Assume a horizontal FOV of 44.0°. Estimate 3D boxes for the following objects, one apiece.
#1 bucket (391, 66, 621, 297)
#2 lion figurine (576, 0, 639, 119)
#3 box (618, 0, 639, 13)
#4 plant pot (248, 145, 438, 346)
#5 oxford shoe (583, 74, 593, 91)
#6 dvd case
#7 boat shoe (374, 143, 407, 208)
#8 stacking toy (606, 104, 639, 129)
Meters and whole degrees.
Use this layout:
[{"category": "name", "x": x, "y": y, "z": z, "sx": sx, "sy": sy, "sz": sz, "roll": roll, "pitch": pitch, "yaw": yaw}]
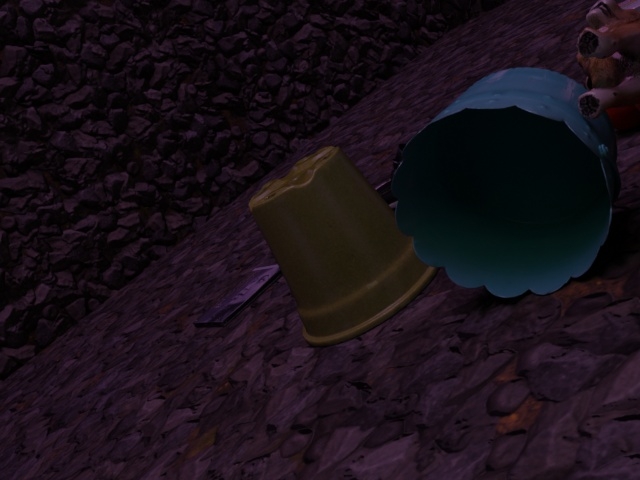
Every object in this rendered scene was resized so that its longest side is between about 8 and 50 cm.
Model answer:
[{"category": "bucket", "x": 0.251, "y": -0.081, "z": 1.032, "sx": 0.281, "sy": 0.281, "sz": 0.183, "roll": -23, "pitch": 16, "yaw": 38}, {"category": "lion figurine", "x": 0.448, "y": -0.230, "z": 0.905, "sx": 0.240, "sy": 0.142, "sz": 0.392, "roll": -20, "pitch": 17, "yaw": -35}, {"category": "box", "x": 0.703, "y": -0.463, "z": 1.623, "sx": 0.203, "sy": 0.103, "sz": 0.114, "roll": -20, "pitch": 19, "yaw": 44}, {"category": "plant pot", "x": 0.020, "y": -0.008, "z": 1.326, "sx": 0.276, "sy": 0.254, "sz": 0.276, "roll": -32, "pitch": 14, "yaw": 9}, {"category": "oxford shoe", "x": 0.608, "y": -0.340, "z": 1.317, "sx": 0.363, "sy": 0.130, "sz": 0.132, "roll": -37, "pitch": -11, "yaw": 32}, {"category": "dvd case", "x": -0.183, "y": 0.125, "z": 1.841, "sx": 0.221, "sy": 0.018, "sz": 0.164, "roll": -41, "pitch": 15, "yaw": -29}, {"category": "boat shoe", "x": 0.215, "y": -0.170, "z": 1.726, "sx": 0.340, "sy": 0.113, "sz": 0.127, "roll": -26, "pitch": 16, "yaw": 30}, {"category": "stacking toy", "x": 0.552, "y": -0.248, "z": 1.199, "sx": 0.141, "sy": 0.141, "sz": 0.330, "roll": -41, "pitch": 11, "yaw": -27}]
